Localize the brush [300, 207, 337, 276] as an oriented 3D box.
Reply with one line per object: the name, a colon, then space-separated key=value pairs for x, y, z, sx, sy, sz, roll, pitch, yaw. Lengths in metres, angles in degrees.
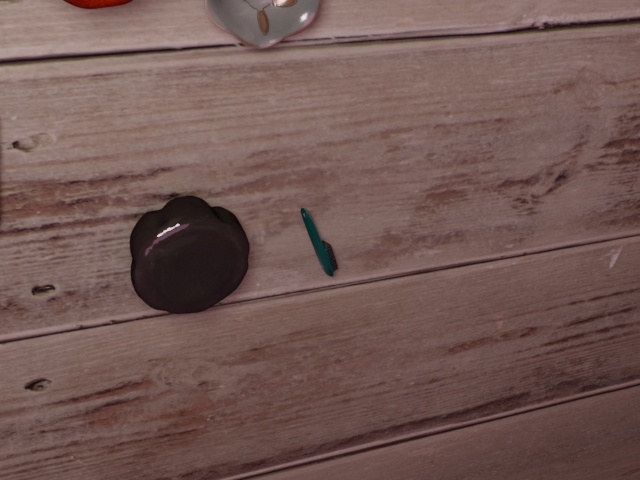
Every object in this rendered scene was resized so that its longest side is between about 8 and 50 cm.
brush: x=0.000 y=0.000 z=1.777 sx=0.032 sy=0.043 sz=0.193 roll=-36 pitch=129 yaw=-22

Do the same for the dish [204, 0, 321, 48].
dish: x=-0.103 y=-0.452 z=1.411 sx=0.229 sy=0.081 sz=0.229 roll=-14 pitch=128 yaw=-18

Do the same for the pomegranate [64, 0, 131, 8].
pomegranate: x=-0.340 y=-0.475 z=1.212 sx=0.221 sy=0.221 sz=0.257 roll=-4 pitch=99 yaw=-21

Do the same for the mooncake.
mooncake: x=-0.263 y=0.029 z=1.620 sx=0.245 sy=0.133 sz=0.245 roll=-11 pitch=124 yaw=-17
